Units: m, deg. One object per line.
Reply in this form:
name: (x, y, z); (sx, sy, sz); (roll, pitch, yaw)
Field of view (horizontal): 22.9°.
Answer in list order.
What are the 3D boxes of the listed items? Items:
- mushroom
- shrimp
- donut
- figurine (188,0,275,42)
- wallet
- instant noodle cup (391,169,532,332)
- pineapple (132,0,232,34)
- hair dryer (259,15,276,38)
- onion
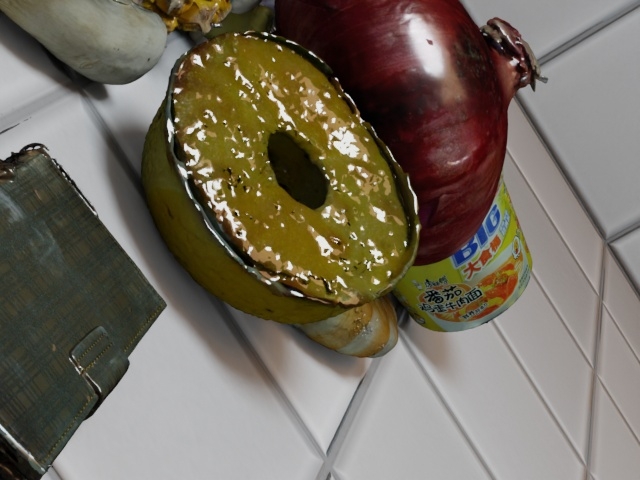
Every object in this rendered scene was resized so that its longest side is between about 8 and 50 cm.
mushroom: (-0.213, -0.191, 1.306); (0.223, 0.081, 0.092); (23, 44, -60)
shrimp: (0.018, 0.029, 1.596); (0.185, 0.068, 0.287); (51, 19, -22)
donut: (-0.044, -0.043, 1.386); (0.272, 0.107, 0.272); (20, 52, -28)
figurine: (-0.114, -0.277, 1.651); (0.235, 0.127, 0.155); (-40, 144, -44)
wallet: (-0.196, 0.041, 1.036); (0.169, 0.044, 0.317); (53, 17, -8)
instant noodle cup: (0.140, 0.000, 1.804); (0.205, 0.205, 0.153); (-97, 161, -52)
pineapple: (-0.154, -0.289, 1.490); (0.225, 0.076, 0.225); (18, 54, -26)
hair dryer: (-0.064, -0.301, 1.926); (0.195, 0.078, 0.248); (62, 12, 2)
onion: (0.095, -0.154, 1.614); (0.347, 0.285, 0.347); (160, -90, -81)
